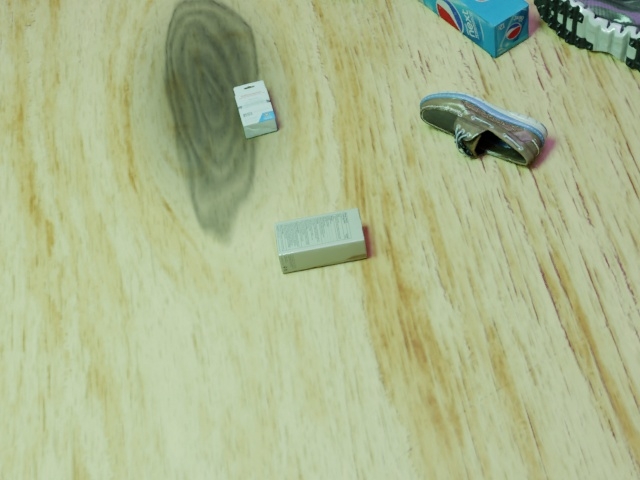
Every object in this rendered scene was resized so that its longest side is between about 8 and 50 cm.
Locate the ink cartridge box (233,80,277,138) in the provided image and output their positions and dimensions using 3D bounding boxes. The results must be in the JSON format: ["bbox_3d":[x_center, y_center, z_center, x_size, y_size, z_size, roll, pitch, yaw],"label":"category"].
[{"bbox_3d":[-0.095,-0.191,1.765,0.048,0.028,0.083,-14,51,-3],"label":"ink cartridge box"}]

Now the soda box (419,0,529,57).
[{"bbox_3d":[0.219,-0.366,1.830,0.071,0.067,0.210,-33,54,-17],"label":"soda box"}]

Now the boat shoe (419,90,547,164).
[{"bbox_3d":[0.214,-0.152,1.661,0.183,0.066,0.066,17,57,21],"label":"boat shoe"}]

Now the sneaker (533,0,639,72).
[{"bbox_3d":[0.424,-0.322,1.761,0.234,0.078,0.106,32,60,25],"label":"sneaker"}]

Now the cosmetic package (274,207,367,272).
[{"bbox_3d":[0.000,0.000,1.589,0.115,0.041,0.060,-9,50,1],"label":"cosmetic package"}]
